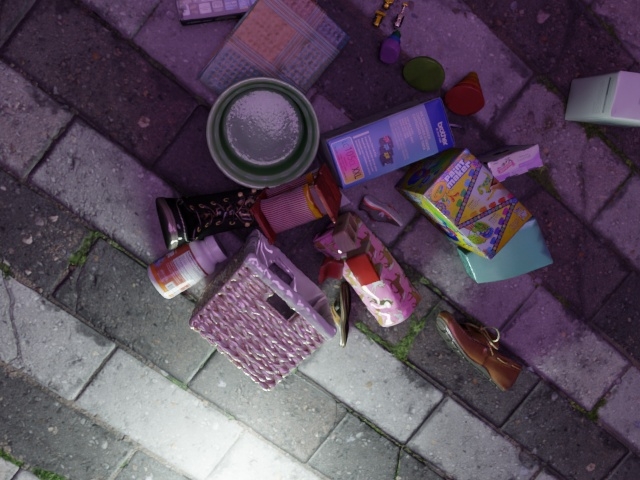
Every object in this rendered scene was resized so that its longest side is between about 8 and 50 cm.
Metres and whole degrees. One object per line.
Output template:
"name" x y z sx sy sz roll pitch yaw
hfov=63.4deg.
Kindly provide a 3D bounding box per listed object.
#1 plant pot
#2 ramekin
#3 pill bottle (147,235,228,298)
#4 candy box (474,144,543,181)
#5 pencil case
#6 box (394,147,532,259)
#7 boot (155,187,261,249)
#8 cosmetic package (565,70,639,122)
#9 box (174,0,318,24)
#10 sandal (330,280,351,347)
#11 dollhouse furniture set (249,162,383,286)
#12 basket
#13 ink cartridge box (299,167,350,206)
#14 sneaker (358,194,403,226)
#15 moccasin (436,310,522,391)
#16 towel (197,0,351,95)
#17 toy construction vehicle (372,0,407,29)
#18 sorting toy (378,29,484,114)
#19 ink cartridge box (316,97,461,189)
"plant pot" 0.577 0.032 1.667 0.234 0.165 0.165 -26 103 5
"ramekin" -0.160 -0.307 1.451 0.304 0.148 0.303 -2 112 -6
"pill bottle" -0.392 0.070 1.546 0.216 0.121 0.121 -31 103 -3
"candy box" 0.552 -0.237 1.592 0.165 0.196 0.070 -20 102 -4
"pencil case" 0.147 0.093 1.611 0.160 0.167 0.386 -44 102 -19
"box" 0.411 -0.121 1.544 0.279 0.290 0.177 42 92 -12
"boot" -0.289 -0.071 1.416 0.285 0.377 0.138 -12 93 -12
"cosmetic package" 0.931 -0.428 1.600 0.224 0.224 0.138 5 102 -9
"box" -0.226 -0.789 1.432 0.395 0.097 0.318 -10 105 -7
"sandal" 0.063 0.240 1.674 0.060 0.090 0.219 5 107 13
"dollhouse furniture set" 0.000 0.000 1.408 0.201 0.152 0.374 -21 115 21
"basket" -0.165 0.189 1.502 0.266 0.331 0.328 -44 103 7
"ink cartridge box" -0.007 -0.150 1.535 0.145 0.179 0.045 46 53 -19
"sneaker" 0.190 -0.083 1.648 0.158 0.061 0.065 32 121 -11
"moccasin" 0.534 0.350 1.722 0.380 0.139 0.147 41 91 -13
"towel" -0.129 -0.520 1.471 0.271 0.040 0.370 37 104 -23
"toy construction vehicle" 0.209 -0.676 1.552 0.086 0.035 0.098 19 94 0
"sorting toy" 0.351 -0.530 1.578 0.366 0.127 0.126 28 65 -9
"ink cartridge box" 0.197 -0.295 1.492 0.396 0.270 0.151 -23 106 -4
